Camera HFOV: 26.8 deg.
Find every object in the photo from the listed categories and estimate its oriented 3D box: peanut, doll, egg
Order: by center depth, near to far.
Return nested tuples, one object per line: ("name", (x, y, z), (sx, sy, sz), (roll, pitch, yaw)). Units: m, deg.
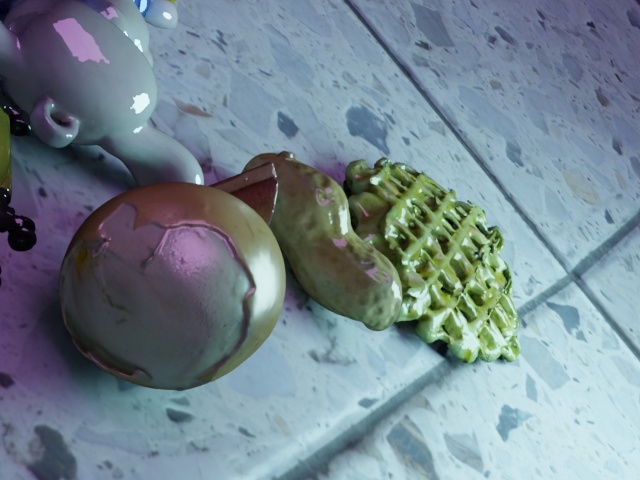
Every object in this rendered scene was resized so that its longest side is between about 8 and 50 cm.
("egg", (-0.135, 0.040, 1.319), (0.201, 0.201, 0.244), (53, 25, 10))
("doll", (-0.284, -0.238, 1.499), (0.376, 0.187, 0.366), (53, 27, -47))
("peanut", (0.000, 0.000, 1.609), (0.101, 0.117, 0.263), (-29, 80, -36))

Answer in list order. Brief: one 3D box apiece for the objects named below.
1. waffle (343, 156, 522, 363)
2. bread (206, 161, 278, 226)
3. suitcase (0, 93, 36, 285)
("waffle", (0.158, 0.022, 1.802), (0.297, 0.073, 0.317), (21, 40, -36))
("bread", (-0.125, -0.008, 1.467), (0.119, 0.192, 0.067), (69, 4, -45))
("suitcase", (-0.376, -0.079, 1.218), (0.235, 0.143, 0.194), (22, 40, -33))
